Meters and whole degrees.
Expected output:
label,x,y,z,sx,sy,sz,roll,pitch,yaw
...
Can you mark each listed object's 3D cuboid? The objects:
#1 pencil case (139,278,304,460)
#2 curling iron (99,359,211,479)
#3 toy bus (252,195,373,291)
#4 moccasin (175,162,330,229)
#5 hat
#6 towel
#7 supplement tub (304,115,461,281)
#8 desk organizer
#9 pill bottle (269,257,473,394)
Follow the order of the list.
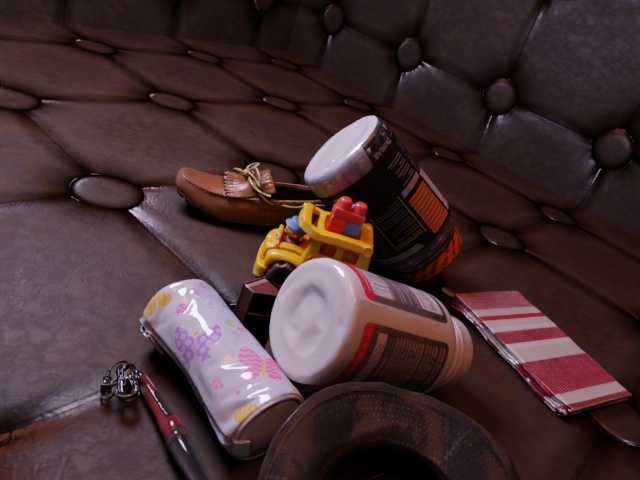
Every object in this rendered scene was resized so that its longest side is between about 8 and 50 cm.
label,x,y,z,sx,sy,sz,roll,pitch,yaw
pencil case,-0.142,0.169,0.783,0.124,0.113,0.273,-6,37,-46
curling iron,-0.194,0.246,0.695,0.068,0.035,0.274,-15,42,-42
toy bus,0.000,0.000,1.084,0.220,0.211,0.149,16,29,-3
moccasin,-0.129,-0.104,1.255,0.380,0.147,0.139,15,28,-10
hat,0.070,0.329,0.611,0.331,0.134,0.331,6,45,-6
towel,0.450,0.221,1.172,0.237,0.037,0.329,2,34,-35
supplement tub,0.143,-0.080,1.207,0.338,0.207,0.207,48,19,-21
desk organizer,-0.104,0.125,0.871,0.050,0.130,0.047,38,32,27
pill bottle,0.094,0.148,0.864,0.318,0.176,0.176,21,21,-40
